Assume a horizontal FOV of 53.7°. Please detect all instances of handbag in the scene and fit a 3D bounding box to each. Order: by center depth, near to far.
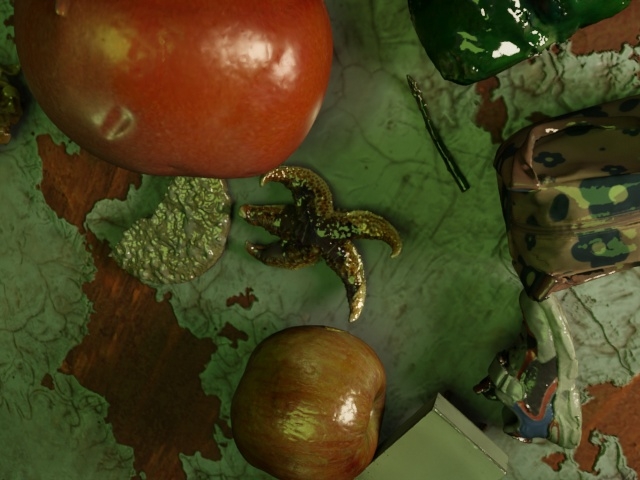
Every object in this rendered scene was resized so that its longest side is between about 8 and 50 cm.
[{"bbox_3d":[0.309,-0.047,0.657,0.252,0.193,0.190,-14,104,24],"label":"handbag"}]

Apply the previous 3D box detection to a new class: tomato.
[{"bbox_3d":[-0.157,-0.201,0.717,0.342,0.341,0.272,16,124,15],"label":"tomato"}]

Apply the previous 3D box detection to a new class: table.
[{"bbox_3d":[0.131,0.313,0.869,0.121,0.111,0.240,43,114,5],"label":"table"}]

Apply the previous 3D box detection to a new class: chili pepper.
[{"bbox_3d":[0.219,-0.276,0.661,0.265,0.116,0.148,-21,72,20],"label":"chili pepper"}]

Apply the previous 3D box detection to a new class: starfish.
[{"bbox_3d":[0.002,-0.001,0.857,0.238,0.071,0.216,-3,110,31],"label":"starfish"}]

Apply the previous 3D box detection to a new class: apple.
[{"bbox_3d":[-0.012,0.216,0.839,0.188,0.211,0.211,11,108,19],"label":"apple"}]

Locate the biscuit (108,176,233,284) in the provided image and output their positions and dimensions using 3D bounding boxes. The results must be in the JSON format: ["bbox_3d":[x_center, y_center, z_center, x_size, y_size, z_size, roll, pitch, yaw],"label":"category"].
[{"bbox_3d":[-0.207,-0.011,0.944,0.133,0.032,0.250,47,114,1],"label":"biscuit"}]

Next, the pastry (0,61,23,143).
[{"bbox_3d":[-0.563,-0.194,0.983,0.250,0.102,0.154,-40,92,27],"label":"pastry"}]

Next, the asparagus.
[{"bbox_3d":[0.145,-0.133,0.791,0.016,0.016,0.162,-21,97,50],"label":"asparagus"}]

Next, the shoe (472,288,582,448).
[{"bbox_3d":[0.252,0.157,0.786,0.126,0.099,0.227,-8,106,19],"label":"shoe"}]
